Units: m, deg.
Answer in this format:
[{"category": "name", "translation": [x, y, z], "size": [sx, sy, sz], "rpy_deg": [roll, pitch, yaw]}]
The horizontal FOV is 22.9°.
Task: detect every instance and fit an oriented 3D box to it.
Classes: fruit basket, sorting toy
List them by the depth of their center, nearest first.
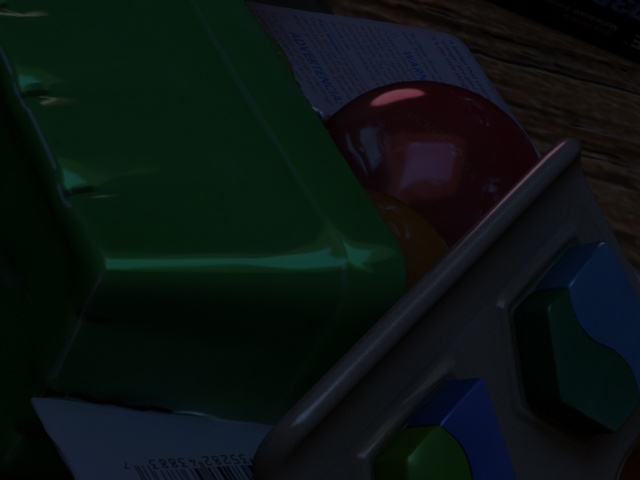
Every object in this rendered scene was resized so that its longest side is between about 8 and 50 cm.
[{"category": "sorting toy", "translation": [0.085, 0.095, 0.554], "size": [0.193, 0.038, 0.208], "rpy_deg": [-43, 114, -37]}, {"category": "fruit basket", "translation": [0.000, 0.000, 0.688], "size": [0.353, 0.165, 0.327], "rpy_deg": [8, 40, -42]}]

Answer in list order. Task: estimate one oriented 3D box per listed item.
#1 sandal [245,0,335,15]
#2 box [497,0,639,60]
[{"category": "sandal", "translation": [-0.031, -0.155, 0.895], "size": [0.072, 0.049, 0.180], "rpy_deg": [-9, 49, -33]}, {"category": "box", "translation": [0.194, -0.194, 1.044], "size": [0.220, 0.051, 0.175], "rpy_deg": [22, 39, -1]}]
